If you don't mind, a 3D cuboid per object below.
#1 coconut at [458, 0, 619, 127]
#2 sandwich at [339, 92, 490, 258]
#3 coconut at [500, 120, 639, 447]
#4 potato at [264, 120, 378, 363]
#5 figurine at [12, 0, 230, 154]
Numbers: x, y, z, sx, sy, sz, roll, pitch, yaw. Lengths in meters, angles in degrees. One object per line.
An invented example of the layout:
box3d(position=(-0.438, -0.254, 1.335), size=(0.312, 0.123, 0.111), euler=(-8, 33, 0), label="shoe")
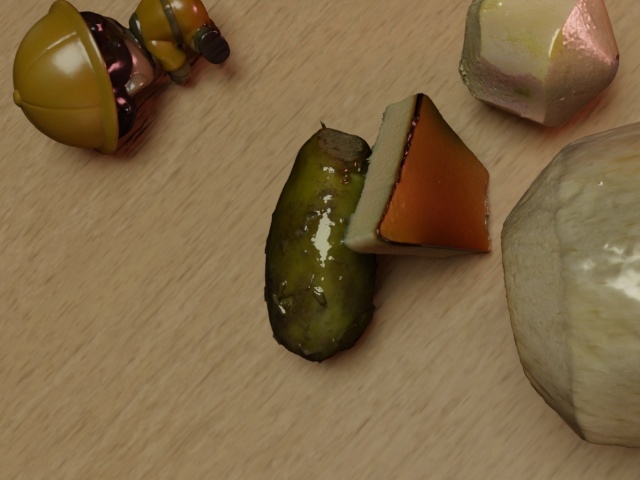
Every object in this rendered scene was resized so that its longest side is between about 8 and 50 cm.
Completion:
box3d(position=(0.231, -0.195, 0.945), size=(0.152, 0.147, 0.147), euler=(28, 80, 28), label="coconut")
box3d(position=(0.109, -0.028, 0.921), size=(0.058, 0.162, 0.193), euler=(-18, 39, 40), label="sandwich")
box3d(position=(0.315, 0.030, 0.740), size=(0.328, 0.329, 0.329), euler=(-7, 67, 17), label="coconut")
box3d(position=(0.000, 0.000, 0.950), size=(0.113, 0.149, 0.252), euler=(3, 84, -15), label="potato")
box3d(position=(-0.252, -0.225, 1.119), size=(0.256, 0.167, 0.192), euler=(-38, 48, -1), label="figurine")
